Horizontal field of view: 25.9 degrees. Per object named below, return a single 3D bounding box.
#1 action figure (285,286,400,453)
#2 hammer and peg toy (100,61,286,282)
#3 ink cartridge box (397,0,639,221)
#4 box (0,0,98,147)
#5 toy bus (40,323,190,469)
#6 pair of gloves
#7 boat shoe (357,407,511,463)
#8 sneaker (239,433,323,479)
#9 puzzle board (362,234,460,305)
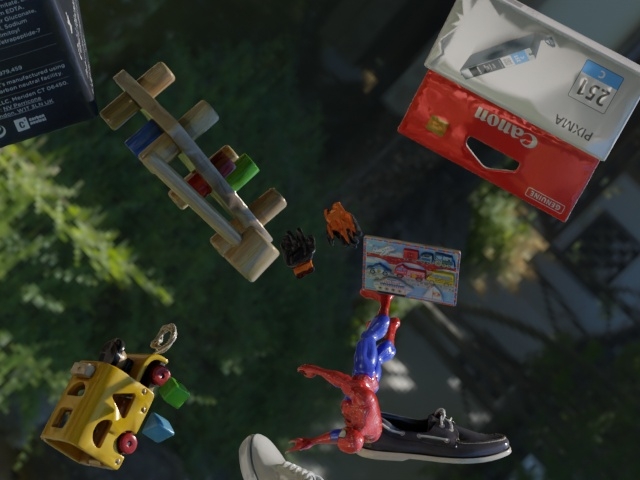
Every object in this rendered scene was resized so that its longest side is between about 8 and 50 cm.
[{"bbox_3d":[0.023,0.176,1.791,0.139,0.091,0.280,-6,-147,12],"label":"action figure"},{"bbox_3d":[-0.167,-0.105,1.991,0.127,0.266,0.361,-41,-145,-4],"label":"hammer and peg toy"},{"bbox_3d":[0.286,-0.195,2.013,0.261,0.296,0.066,-64,173,22],"label":"ink cartridge box"},{"bbox_3d":[-0.538,-0.445,1.974,0.297,0.480,0.472,-18,133,-1],"label":"box"},{"bbox_3d":[-0.279,0.196,1.809,0.191,0.104,0.202,-40,-145,14],"label":"toy bus"},{"bbox_3d":[0.000,0.000,1.377,0.083,0.010,0.074,-31,-143,2],"label":"pair of gloves"},{"bbox_3d":[0.150,0.253,1.820,0.075,0.206,0.065,-144,-124,-84],"label":"boat shoe"},{"bbox_3d":[-0.034,0.363,1.986,0.091,0.258,0.094,-46,136,14],"label":"sneaker"},{"bbox_3d":[0.118,0.042,1.824,0.011,0.128,0.096,-67,163,-47],"label":"puzzle board"}]
